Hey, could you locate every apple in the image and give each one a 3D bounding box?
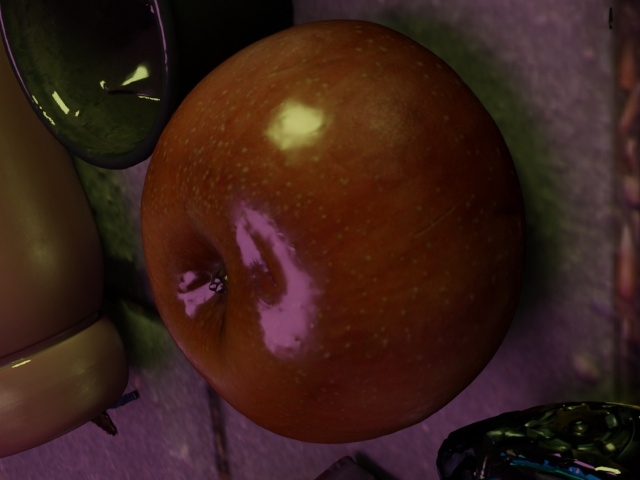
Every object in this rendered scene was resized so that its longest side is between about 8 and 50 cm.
[{"bbox_3d":[0.000,0.000,0.705,0.201,0.162,0.201,28,133,36],"label":"apple"}]

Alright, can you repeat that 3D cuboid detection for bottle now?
[{"bbox_3d":[-0.240,-0.003,1.001,0.297,0.173,0.206,68,164,-8],"label":"bottle"}]

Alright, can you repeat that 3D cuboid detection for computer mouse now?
[{"bbox_3d":[0.156,0.134,0.661,0.241,0.077,0.146,20,145,35],"label":"computer mouse"}]

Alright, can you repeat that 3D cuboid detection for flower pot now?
[{"bbox_3d":[-0.091,-0.126,0.791,0.157,0.106,0.157,24,124,41],"label":"flower pot"}]

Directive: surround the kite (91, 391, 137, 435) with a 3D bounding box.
[{"bbox_3d":[-0.209,0.075,1.126,0.160,0.010,0.183,-36,81,52],"label":"kite"}]

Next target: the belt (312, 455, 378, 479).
[{"bbox_3d":[0.056,0.186,0.837,0.232,0.053,0.071,19,136,45],"label":"belt"}]
